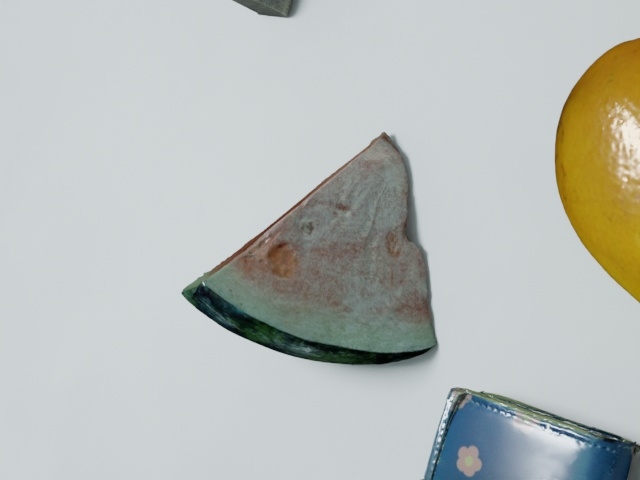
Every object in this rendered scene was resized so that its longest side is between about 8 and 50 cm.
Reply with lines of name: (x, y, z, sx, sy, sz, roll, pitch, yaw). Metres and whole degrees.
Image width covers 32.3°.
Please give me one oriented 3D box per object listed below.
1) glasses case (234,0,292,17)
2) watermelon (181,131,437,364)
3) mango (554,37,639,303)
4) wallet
glasses case: (-0.032, -0.302, 0.956, 0.047, 0.070, 0.205, 18, 91, 39)
watermelon: (-0.002, 0.024, 0.868, 0.202, 0.136, 0.207, -33, 18, -11)
mango: (0.223, -0.020, 0.636, 0.145, 0.112, 0.219, -38, 68, 29)
wallet: (0.112, 0.205, 0.707, 0.141, 0.059, 0.202, 16, 90, 45)
